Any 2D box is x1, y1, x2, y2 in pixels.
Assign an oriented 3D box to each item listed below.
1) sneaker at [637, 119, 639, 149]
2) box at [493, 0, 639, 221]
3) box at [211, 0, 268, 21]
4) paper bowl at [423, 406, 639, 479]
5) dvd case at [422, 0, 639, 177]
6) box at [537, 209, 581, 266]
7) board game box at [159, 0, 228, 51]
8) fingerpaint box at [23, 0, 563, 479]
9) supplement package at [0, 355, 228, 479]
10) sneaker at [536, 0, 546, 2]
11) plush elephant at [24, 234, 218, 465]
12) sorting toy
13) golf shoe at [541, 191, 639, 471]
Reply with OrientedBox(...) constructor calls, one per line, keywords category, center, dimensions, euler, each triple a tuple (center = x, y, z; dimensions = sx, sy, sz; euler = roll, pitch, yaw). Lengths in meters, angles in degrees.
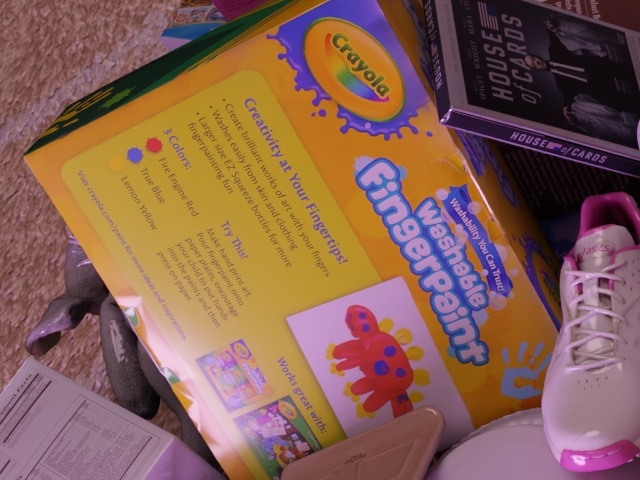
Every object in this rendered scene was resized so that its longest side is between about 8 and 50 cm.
OrientedBox(category="sneaker", center=(0.390, -0.206, 1.530), dimensions=(0.137, 0.210, 0.365), euler=(28, 83, 0))
OrientedBox(category="box", center=(0.214, -0.131, 1.711), dimensions=(0.381, 0.143, 0.191), euler=(-16, 47, 18))
OrientedBox(category="box", center=(-0.035, -0.410, 2.061), dimensions=(0.214, 0.117, 0.243), euler=(-18, 48, 23))
OrientedBox(category="paper bowl", center=(0.186, 0.277, 1.462), dimensions=(0.284, 0.148, 0.284), euler=(-21, 46, 23))
OrientedBox(category="dvd case", center=(0.209, -0.149, 1.505), dimensions=(0.029, 0.239, 0.179), euler=(125, 150, -44))
OrientedBox(category="box", center=(0.249, -0.021, 1.728), dimensions=(0.109, 0.042, 0.178), euler=(-23, 46, 16))
OrientedBox(category="board game box", center=(-0.039, -0.347, 2.169), dimensions=(0.224, 0.097, 0.303), euler=(13, 66, 42))
OrientedBox(category="fingerpaint box", center=(0.000, 0.000, 1.592), dimensions=(0.371, 0.444, 0.163), euler=(-26, 18, 18))
OrientedBox(category="supplement package", center=(-0.232, 0.284, 1.722), dimensions=(0.263, 0.199, 0.198), euler=(20, 70, 44))
OrientedBox(category="sneaker", center=(0.208, -0.227, 1.844), dimensions=(0.232, 0.090, 0.115), euler=(-44, 57, 38))
OrientedBox(category="plush elephant", center=(-0.183, 0.056, 1.839), dimensions=(0.272, 0.330, 0.255), euler=(-55, 22, -12))
OrientedBox(category="sorting toy", center=(0.016, 0.247, 1.482), dimensions=(0.193, 0.038, 0.208), euler=(-27, 18, 28))
OrientedBox(category="golf shoe", center=(0.242, 0.073, 1.438), dimensions=(0.115, 0.140, 0.306), euler=(-11, 29, 23))
